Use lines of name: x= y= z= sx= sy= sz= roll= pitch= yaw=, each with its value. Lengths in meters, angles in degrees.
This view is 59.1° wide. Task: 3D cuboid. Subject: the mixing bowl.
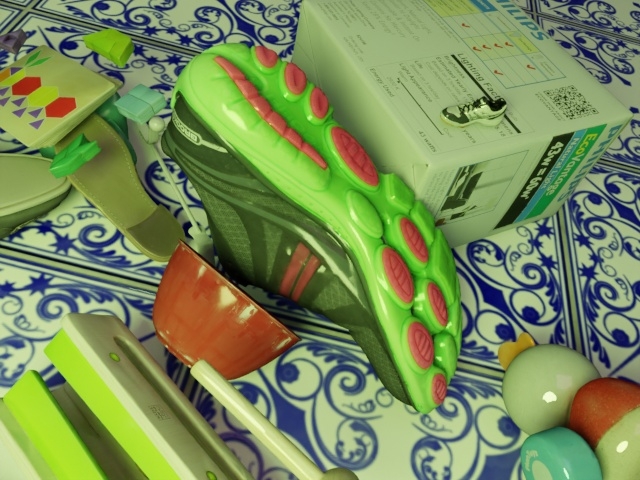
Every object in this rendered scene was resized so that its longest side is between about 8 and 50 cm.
mixing bowl: x=-0.120 y=0.092 z=0.637 sx=0.181 sy=0.181 sz=0.098 roll=36 pitch=81 yaw=15

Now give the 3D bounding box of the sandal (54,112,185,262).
sandal: x=-0.276 y=-0.060 z=0.764 sx=0.088 sy=0.079 sz=0.240 roll=-38 pitch=86 yaw=-29

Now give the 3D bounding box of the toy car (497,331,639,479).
toy car: x=0.281 y=0.211 z=0.644 sx=0.219 sy=0.210 sz=0.238 roll=-11 pitch=28 yaw=-16

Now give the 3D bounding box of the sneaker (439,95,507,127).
sneaker: x=0.185 y=-0.159 z=0.682 sx=0.083 sy=0.037 sz=0.032 roll=-6 pitch=58 yaw=-15

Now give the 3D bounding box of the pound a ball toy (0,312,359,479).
pound a ball toy: x=-0.129 y=0.194 z=0.537 sx=0.319 sy=0.136 sz=0.208 roll=42 pitch=91 yaw=19

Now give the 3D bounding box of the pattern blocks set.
pattern blocks set: x=-0.368 y=-0.191 z=0.742 sx=0.285 sy=0.026 sz=0.325 roll=-39 pitch=58 yaw=-20

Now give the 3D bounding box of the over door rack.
over door rack: x=-0.117 y=-0.131 z=0.832 sx=0.240 sy=0.108 sz=0.324 roll=-17 pitch=59 yaw=-23

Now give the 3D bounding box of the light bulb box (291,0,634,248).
light bulb box: x=0.186 y=-0.194 z=0.874 sx=0.361 sy=0.225 sz=0.358 roll=-15 pitch=58 yaw=-24

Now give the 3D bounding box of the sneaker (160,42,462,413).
sneaker: x=0.000 y=0.000 z=0.674 sx=0.483 sy=0.202 sz=0.185 roll=53 pitch=45 yaw=-8

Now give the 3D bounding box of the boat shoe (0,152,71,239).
boat shoe: x=-0.476 y=-0.022 z=0.687 sx=0.335 sy=0.095 sz=0.112 roll=-22 pitch=61 yaw=-33

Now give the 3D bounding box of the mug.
mug: x=-0.336 y=-0.176 z=0.820 sx=0.158 sy=0.097 sz=0.129 roll=8 pitch=51 yaw=-6
